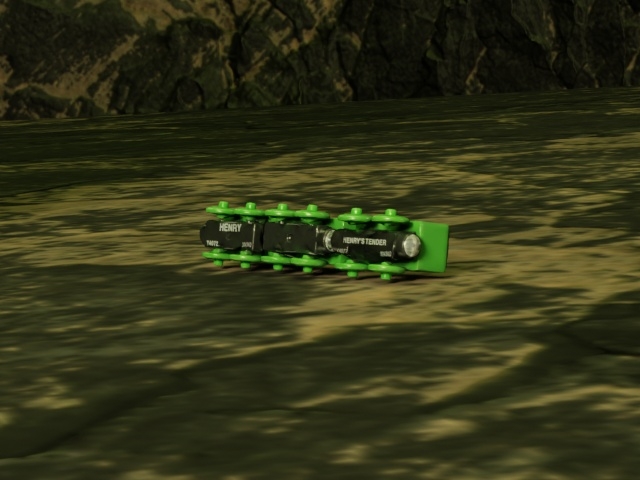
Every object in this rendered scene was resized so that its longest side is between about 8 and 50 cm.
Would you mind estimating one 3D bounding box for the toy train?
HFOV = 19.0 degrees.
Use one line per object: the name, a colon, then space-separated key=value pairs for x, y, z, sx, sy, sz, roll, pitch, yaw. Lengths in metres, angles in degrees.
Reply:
toy train: x=0.000 y=0.000 z=0.491 sx=0.023 sy=0.017 sz=0.083 roll=5 pitch=-1 yaw=-40
